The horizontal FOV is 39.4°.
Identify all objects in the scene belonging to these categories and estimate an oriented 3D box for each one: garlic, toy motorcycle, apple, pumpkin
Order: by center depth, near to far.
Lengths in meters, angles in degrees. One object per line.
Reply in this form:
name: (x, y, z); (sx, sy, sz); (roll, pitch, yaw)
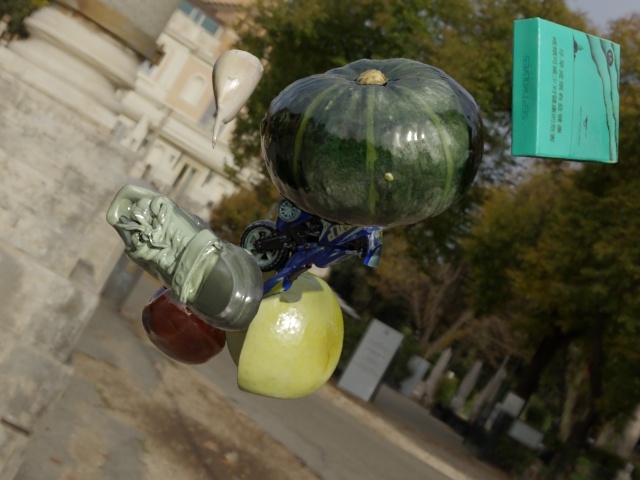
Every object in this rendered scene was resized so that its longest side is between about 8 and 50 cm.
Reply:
pumpkin: (0.069, -0.130, 1.210); (0.300, 0.207, 0.300); (-1, 31, 1)
toy motorcycle: (0.000, 0.000, 1.548); (0.169, 0.315, 0.113); (66, 18, 9)
apple: (-0.070, 0.187, 1.864); (0.233, 0.257, 0.295); (13, 8, -17)
garlic: (-0.195, -0.325, 1.947); (0.128, 0.266, 0.148); (-7, -57, 25)
apple: (-0.329, 0.189, 2.217); (0.234, 0.234, 0.234); (30, -3, 2)

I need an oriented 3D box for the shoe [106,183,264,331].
shoe: (-0.191, 0.015, 1.145); (0.149, 0.109, 0.293); (28, 6, -36)

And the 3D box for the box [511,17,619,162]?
box: (0.311, -0.179, 1.116); (0.042, 0.161, 0.226); (4, 5, 41)
